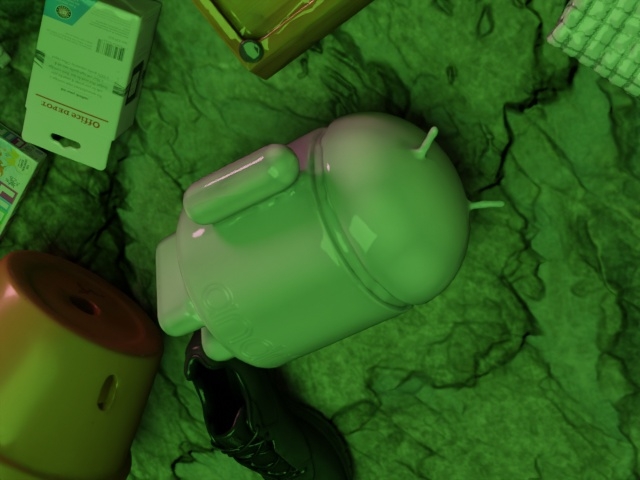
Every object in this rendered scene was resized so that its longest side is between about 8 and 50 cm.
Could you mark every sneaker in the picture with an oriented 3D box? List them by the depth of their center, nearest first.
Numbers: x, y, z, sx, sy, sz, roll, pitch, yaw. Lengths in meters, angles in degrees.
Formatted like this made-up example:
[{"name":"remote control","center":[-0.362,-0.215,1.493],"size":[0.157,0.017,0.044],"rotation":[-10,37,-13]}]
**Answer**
[{"name":"sneaker","center":[-0.068,0.212,1.545],"size":[0.109,0.130,0.286],"rotation":[-29,104,24]}]

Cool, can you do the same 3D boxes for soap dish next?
[{"name":"soap dish","center":[-0.023,-0.309,1.293],"size":[0.291,0.118,0.229],"rotation":[-34,101,26]}]

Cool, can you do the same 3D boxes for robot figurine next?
[{"name":"robot figurine","center":[0.000,0.000,1.384],"size":[0.353,0.200,0.300],"rotation":[-26,145,26]}]

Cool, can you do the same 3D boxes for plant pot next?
[{"name":"plant pot","center":[-0.307,0.147,1.519],"size":[0.291,0.291,0.203],"rotation":[33,103,0]}]

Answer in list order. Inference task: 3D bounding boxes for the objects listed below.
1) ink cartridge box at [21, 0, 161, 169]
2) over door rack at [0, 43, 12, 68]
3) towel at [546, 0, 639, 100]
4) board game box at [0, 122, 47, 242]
[{"name":"ink cartridge box","center":[-0.242,-0.176,1.454],"size":[0.104,0.060,0.180],"rotation":[21,118,6]},{"name":"over door rack","center":[-0.519,-0.217,1.433],"size":[0.324,0.108,0.239],"rotation":[43,83,-6]},{"name":"towel","center":[0.368,-0.237,1.210],"size":[0.235,0.121,0.284],"rotation":[30,118,0]},{"name":"board game box","center":[-0.385,-0.064,1.571],"size":[0.103,0.026,0.154],"rotation":[34,119,-1]}]
